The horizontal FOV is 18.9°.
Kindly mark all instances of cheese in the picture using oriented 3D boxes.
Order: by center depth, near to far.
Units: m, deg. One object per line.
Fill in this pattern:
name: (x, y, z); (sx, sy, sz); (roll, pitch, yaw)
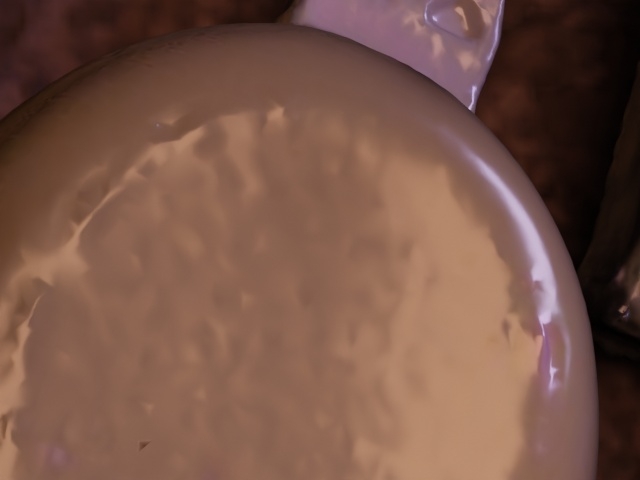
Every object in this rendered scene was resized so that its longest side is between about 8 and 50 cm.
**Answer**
cheese: (-0.018, -0.010, 0.418); (0.163, 0.071, 0.249); (6, 74, -17)

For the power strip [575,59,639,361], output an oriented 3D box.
power strip: (0.169, -0.045, 0.494); (0.198, 0.064, 0.213); (21, 84, -14)
